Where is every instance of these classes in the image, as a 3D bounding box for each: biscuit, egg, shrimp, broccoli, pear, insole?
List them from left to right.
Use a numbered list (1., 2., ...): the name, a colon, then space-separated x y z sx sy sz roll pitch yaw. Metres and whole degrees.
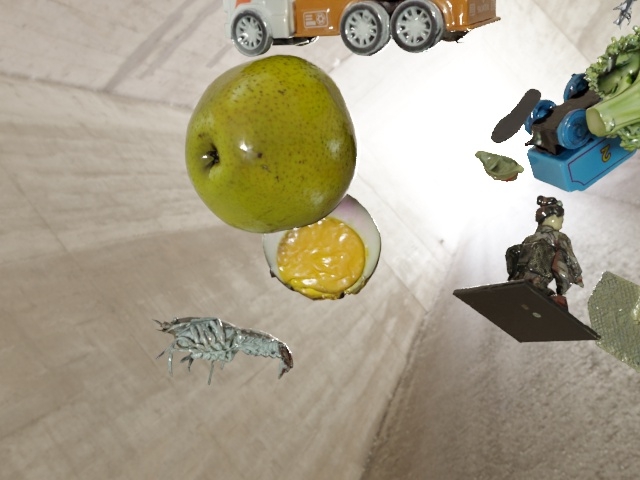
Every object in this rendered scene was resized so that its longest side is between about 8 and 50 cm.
1. shrimp: -0.269 0.282 1.610 0.165 0.411 0.221 -81 -11 -47
2. pear: -0.077 -0.146 0.955 0.294 0.294 0.294 -39 -5 -4
3. egg: 0.001 -0.005 1.439 0.264 0.287 0.174 -60 8 11
4. insole: 0.448 -0.284 1.381 0.152 0.053 0.002 -54 -19 7
5. biscuit: 0.589 0.158 1.113 0.147 0.046 0.250 -66 23 10
6. broccoli: 0.691 -0.322 1.278 0.260 0.287 0.235 -17 21 22

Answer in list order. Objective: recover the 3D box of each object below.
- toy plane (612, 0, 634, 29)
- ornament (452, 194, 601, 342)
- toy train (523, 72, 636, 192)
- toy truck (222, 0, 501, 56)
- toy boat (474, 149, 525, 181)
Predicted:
1. toy plane: 0.752 -0.566 1.484 0.079 0.031 0.083 18 -72 -37
2. ornament: 0.332 0.029 0.892 0.166 0.153 0.195 -19 41 63
3. toy train: 0.710 -0.289 1.641 0.300 0.265 0.188 -34 33 -8
4. toy truck: 0.044 -0.375 0.847 0.388 0.206 0.173 8 26 28
5. toy boat: 0.534 -0.217 1.780 0.089 0.071 0.185 -47 40 -8
